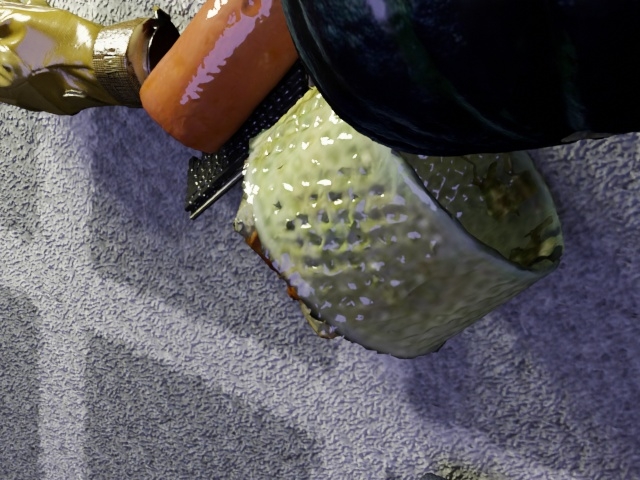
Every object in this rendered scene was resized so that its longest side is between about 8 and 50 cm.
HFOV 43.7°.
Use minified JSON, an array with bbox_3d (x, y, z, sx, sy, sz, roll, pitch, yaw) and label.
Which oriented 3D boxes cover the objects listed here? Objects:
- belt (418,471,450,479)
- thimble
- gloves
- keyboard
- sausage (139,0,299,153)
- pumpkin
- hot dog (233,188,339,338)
[{"bbox_3d":[0.151,0.385,0.900,0.126,0.139,0.231,15,112,27],"label":"belt"},{"bbox_3d":[0.079,-0.041,0.717,0.150,0.271,0.271,-39,86,32],"label":"thimble"},{"bbox_3d":[-0.321,-0.221,0.956,0.331,0.154,0.141,11,111,19],"label":"gloves"},{"bbox_3d":[-0.047,-0.140,0.855,0.027,0.106,0.317,32,128,-29],"label":"keyboard"},{"bbox_3d":[-0.073,-0.213,0.820,0.113,0.113,0.259,46,111,8],"label":"sausage"},{"bbox_3d":[0.146,-0.189,0.478,0.363,0.363,0.266,-12,90,33],"label":"pumpkin"},{"bbox_3d":[0.000,0.000,0.880,0.146,0.103,0.213,-30,101,14],"label":"hot dog"}]
